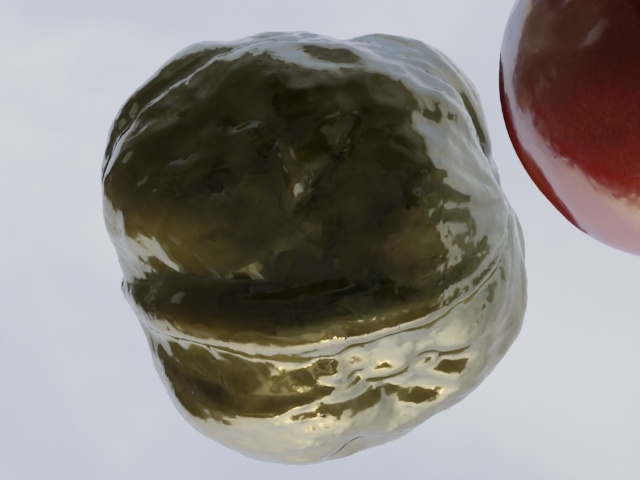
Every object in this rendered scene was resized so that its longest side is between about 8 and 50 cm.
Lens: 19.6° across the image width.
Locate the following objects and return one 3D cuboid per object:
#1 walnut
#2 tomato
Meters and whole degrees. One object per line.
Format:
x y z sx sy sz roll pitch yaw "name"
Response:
0.000 -0.002 1.250 0.276 0.282 0.253 -14 -131 -3 "walnut"
0.163 -0.088 0.805 0.195 0.136 0.195 -37 -147 30 "tomato"
